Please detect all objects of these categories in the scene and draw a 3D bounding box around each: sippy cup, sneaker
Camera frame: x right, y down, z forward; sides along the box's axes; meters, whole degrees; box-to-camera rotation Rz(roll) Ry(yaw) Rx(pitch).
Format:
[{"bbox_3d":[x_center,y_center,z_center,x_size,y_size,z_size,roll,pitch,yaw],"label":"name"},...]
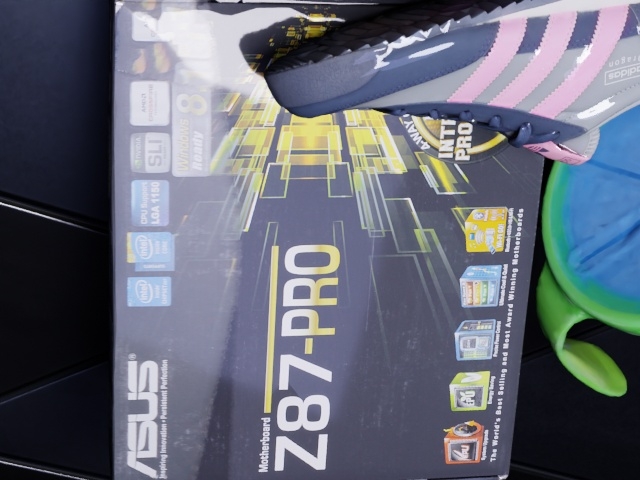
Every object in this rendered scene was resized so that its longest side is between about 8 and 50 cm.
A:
[{"bbox_3d":[0.333,-0.004,1.055,0.305,0.240,0.224,-13,150,44],"label":"sippy cup"},{"bbox_3d":[0.126,-0.101,0.882,0.319,0.112,0.131,-13,108,-7],"label":"sneaker"}]

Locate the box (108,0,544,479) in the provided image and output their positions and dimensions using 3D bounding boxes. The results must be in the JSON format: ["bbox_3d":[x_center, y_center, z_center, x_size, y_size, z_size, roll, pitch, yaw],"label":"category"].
[{"bbox_3d":[0.000,0.000,1.004,0.318,0.097,0.395,0,111,-10],"label":"box"}]
